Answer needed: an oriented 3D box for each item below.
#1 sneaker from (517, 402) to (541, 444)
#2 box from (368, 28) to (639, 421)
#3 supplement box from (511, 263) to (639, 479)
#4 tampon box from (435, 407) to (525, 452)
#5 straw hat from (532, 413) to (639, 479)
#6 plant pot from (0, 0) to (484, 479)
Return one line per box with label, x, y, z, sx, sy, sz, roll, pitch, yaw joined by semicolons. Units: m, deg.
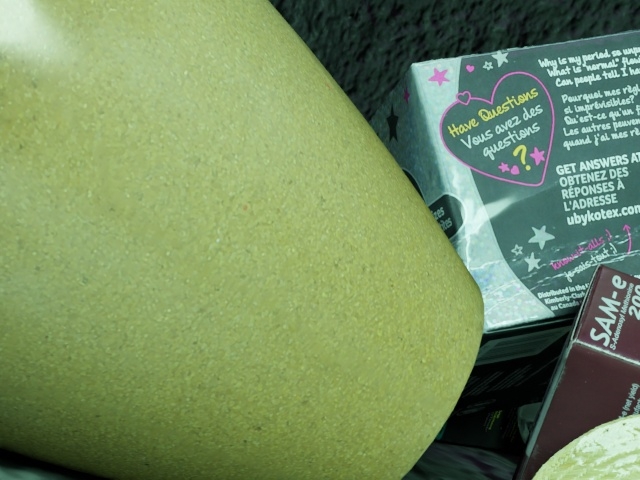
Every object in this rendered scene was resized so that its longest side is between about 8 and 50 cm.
sneaker;0.185;0.117;1.118;0.115;0.105;0.281;11;3;-27
box;0.099;0.000;1.015;0.163;0.142;0.247;-9;-15;-16
supplement box;0.209;0.116;0.853;0.239;0.130;0.073;21;34;6
tampon box;0.091;0.065;1.280;0.101;0.120;0.161;22;3;34
straw hat;0.150;0.139;0.775;0.144;0.144;0.061;21;-38;26
plant pot;-0.070;-0.003;0.741;0.254;0.237;0.237;35;-2;-18
